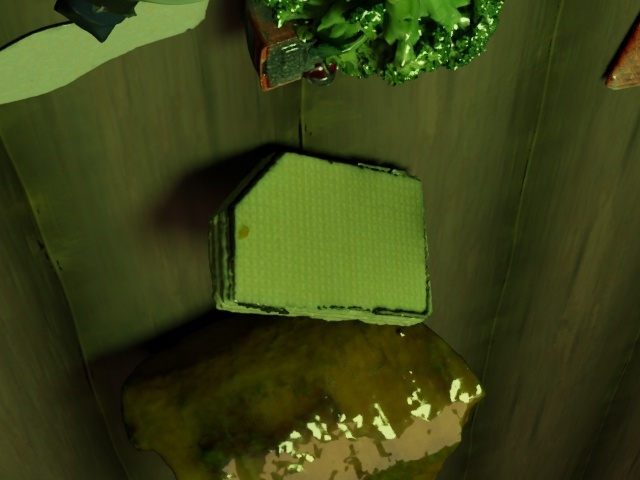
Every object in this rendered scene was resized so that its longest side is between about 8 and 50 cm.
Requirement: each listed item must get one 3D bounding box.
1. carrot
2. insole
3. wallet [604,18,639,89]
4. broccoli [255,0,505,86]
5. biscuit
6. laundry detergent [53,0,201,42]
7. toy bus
[{"bbox_3d":[-0.018,0.173,1.384,0.341,0.241,0.241,-20,150,-3],"label":"carrot"},{"bbox_3d":[-0.173,-0.148,0.990,0.197,0.004,0.065,-23,150,-3],"label":"insole"},{"bbox_3d":[0.348,-0.218,1.247,0.103,0.020,0.196,-11,148,-25],"label":"wallet"},{"bbox_3d":[0.045,-0.198,0.904,0.195,0.195,0.156,-35,170,16],"label":"broccoli"},{"bbox_3d":[0.000,0.000,1.210,0.252,0.150,0.052,6,163,-44],"label":"biscuit"},{"bbox_3d":[-0.106,-0.234,0.807,0.215,0.105,0.280,4,141,-42],"label":"laundry detergent"},{"bbox_3d":[0.032,-0.179,1.021,0.192,0.077,0.065,-20,152,-13],"label":"toy bus"}]
